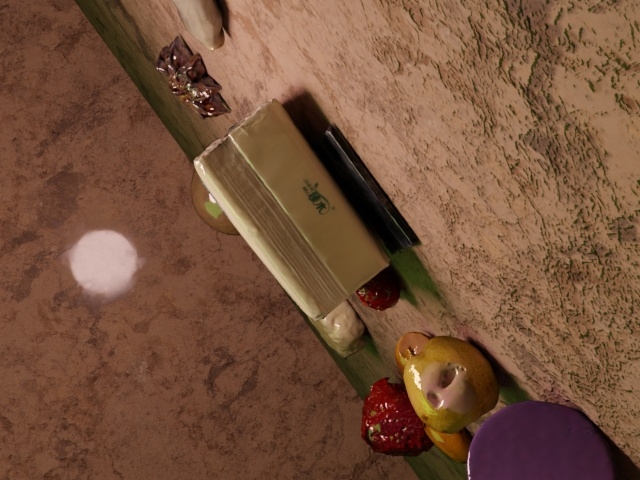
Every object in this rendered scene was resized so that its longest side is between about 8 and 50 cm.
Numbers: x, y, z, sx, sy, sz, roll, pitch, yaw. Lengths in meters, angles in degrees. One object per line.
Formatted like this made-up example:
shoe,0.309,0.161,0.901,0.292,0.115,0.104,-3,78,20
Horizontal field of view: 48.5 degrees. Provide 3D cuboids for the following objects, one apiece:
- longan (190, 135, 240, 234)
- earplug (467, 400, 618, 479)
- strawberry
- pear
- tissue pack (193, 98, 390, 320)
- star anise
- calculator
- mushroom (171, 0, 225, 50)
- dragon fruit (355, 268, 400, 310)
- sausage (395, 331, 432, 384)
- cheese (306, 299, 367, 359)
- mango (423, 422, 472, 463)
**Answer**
longan,-0.209,-0.138,1.831,0.258,0.258,0.258,51,170,13
earplug,0.378,0.443,1.222,0.215,0.215,0.456,47,172,32
strawberry,0.231,0.573,2.235,0.274,0.220,0.274,50,165,18
pear,0.239,0.263,1.320,0.178,0.178,0.178,51,170,13
tissue pack,-0.063,-0.065,1.384,0.380,0.207,0.297,53,178,-13
star anise,-0.352,-0.418,1.906,0.236,0.109,0.223,46,172,29
calculator,0.078,-0.087,1.290,0.261,0.021,0.161,54,169,-3
mushroom,-0.244,-0.465,1.285,0.109,0.097,0.351,49,172,26
dragon fruit,0.138,0.108,1.543,0.094,0.094,0.190,49,-169,23
sausage,0.242,0.313,1.660,0.112,0.112,0.328,47,170,32
cheese,0.037,0.252,2.349,0.318,0.115,0.326,44,168,42
mango,0.353,0.532,1.916,0.178,0.090,0.115,49,179,6
